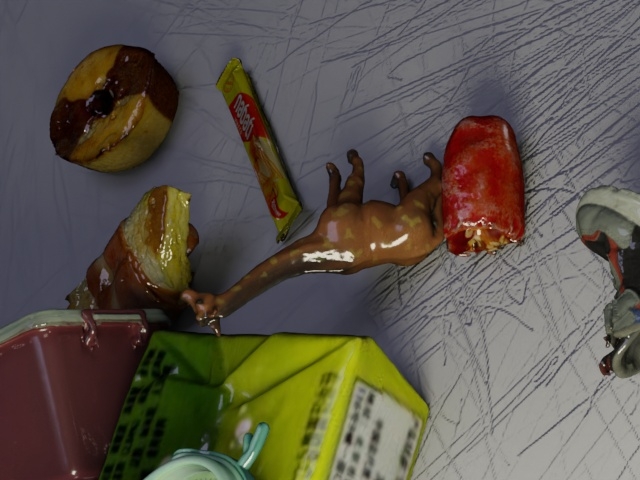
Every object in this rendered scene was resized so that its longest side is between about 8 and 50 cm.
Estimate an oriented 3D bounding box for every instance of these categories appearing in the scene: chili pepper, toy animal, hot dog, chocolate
[{"bbox_3d":[0.141,-0.052,1.437,0.073,0.070,0.123,-40,39,48],"label":"chili pepper"},{"bbox_3d":[0.000,0.000,1.477,0.224,0.066,0.229,5,46,9],"label":"toy animal"},{"bbox_3d":[-0.186,0.045,1.718,0.261,0.093,0.123,-48,44,37],"label":"hot dog"},{"bbox_3d":[-0.065,0.235,1.406,0.289,0.137,0.300,-3,63,48],"label":"chocolate"}]

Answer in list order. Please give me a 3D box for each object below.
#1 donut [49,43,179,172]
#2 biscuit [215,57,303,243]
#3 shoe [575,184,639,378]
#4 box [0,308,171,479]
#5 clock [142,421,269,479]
[{"bbox_3d":[-0.244,-0.153,1.940,0.184,0.073,0.166,-4,60,46],"label":"donut"},{"bbox_3d":[-0.065,-0.102,1.741,0.048,0.026,0.292,-61,32,29],"label":"biscuit"},{"bbox_3d":[0.252,0.053,1.206,0.125,0.099,0.227,-52,41,3],"label":"shoe"},{"bbox_3d":[-0.282,0.187,1.621,0.294,0.193,0.167,-26,70,37],"label":"box"},{"bbox_3d":[-0.093,0.241,1.265,0.211,0.066,0.159,-46,40,17],"label":"clock"}]
